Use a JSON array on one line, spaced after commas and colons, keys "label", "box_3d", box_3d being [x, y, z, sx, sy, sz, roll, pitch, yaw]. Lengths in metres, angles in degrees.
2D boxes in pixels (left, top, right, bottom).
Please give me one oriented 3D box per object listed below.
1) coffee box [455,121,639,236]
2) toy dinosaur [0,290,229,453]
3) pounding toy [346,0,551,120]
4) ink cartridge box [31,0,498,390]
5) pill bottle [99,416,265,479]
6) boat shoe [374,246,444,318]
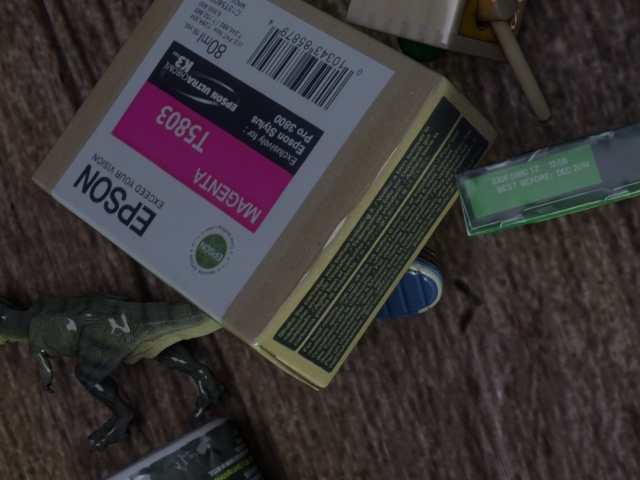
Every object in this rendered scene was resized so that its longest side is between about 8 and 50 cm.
[{"label": "coffee box", "box_3d": [0.152, -0.037, 0.916, 0.113, 0.184, 0.040, -15, 88, 18]}, {"label": "toy dinosaur", "box_3d": [-0.129, 0.078, 1.055, 0.268, 0.064, 0.118, -8, 115, 27]}, {"label": "pounding toy", "box_3d": [0.096, -0.157, 0.959, 0.100, 0.130, 0.141, 19, 100, 26]}, {"label": "ink cartridge box", "box_3d": [-0.040, -0.052, 0.954, 0.235, 0.088, 0.193, 33, 87, 36]}, {"label": "pill bottle", "box_3d": [-0.060, 0.253, 1.029, 0.130, 0.130, 0.245, -30, 86, 16]}, {"label": "boat shoe", "box_3d": [0.000, 0.000, 1.016, 0.183, 0.066, 0.066, 11, 137, 20]}]
